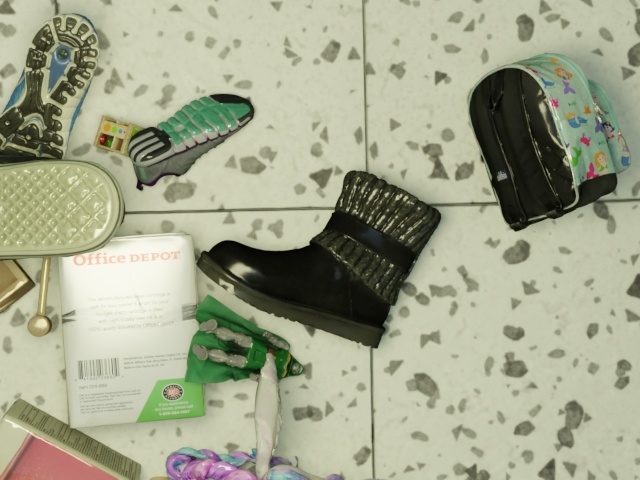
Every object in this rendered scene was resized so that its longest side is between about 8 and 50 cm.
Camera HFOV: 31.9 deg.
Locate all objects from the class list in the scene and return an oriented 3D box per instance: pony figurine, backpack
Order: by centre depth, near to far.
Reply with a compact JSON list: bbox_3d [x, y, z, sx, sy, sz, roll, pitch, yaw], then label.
[{"bbox_3d":[-0.066,0.386,1.715,0.363,0.351,0.303,22,55,-7],"label":"pony figurine"},{"bbox_3d":[0.358,-0.170,1.795,0.191,0.225,0.253,-25,91,-29],"label":"backpack"}]

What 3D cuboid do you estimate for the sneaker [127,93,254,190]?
[{"bbox_3d":[-0.208,-0.159,1.801,0.223,0.098,0.083,-26,58,-23],"label":"sneaker"}]

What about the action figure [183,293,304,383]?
[{"bbox_3d":[-0.108,0.180,1.772,0.232,0.063,0.137,23,82,-47],"label":"action figure"}]

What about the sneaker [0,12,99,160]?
[{"bbox_3d":[-0.423,-0.203,1.734,0.129,0.147,0.330,29,107,-10],"label":"sneaker"}]

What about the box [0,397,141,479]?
[{"bbox_3d":[-0.410,0.365,1.739,0.232,0.148,0.127,30,89,-7],"label":"box"}]

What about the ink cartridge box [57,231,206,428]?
[{"bbox_3d":[-0.296,0.135,1.760,0.211,0.121,0.289,-3,92,-9],"label":"ink cartridge box"}]

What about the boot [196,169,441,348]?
[{"bbox_3d":[0.000,-0.001,1.787,0.348,0.131,0.260,21,95,-22],"label":"boot"}]

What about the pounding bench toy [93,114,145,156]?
[{"bbox_3d":[-0.313,-0.162,1.787,0.065,0.083,0.052,18,91,24],"label":"pounding bench toy"}]

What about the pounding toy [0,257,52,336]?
[{"bbox_3d":[-0.490,0.071,1.740,0.181,0.094,0.206,-39,88,-10],"label":"pounding toy"}]

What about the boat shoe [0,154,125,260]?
[{"bbox_3d":[-0.520,-0.047,1.633,0.500,0.156,0.187,1,88,6],"label":"boat shoe"}]
